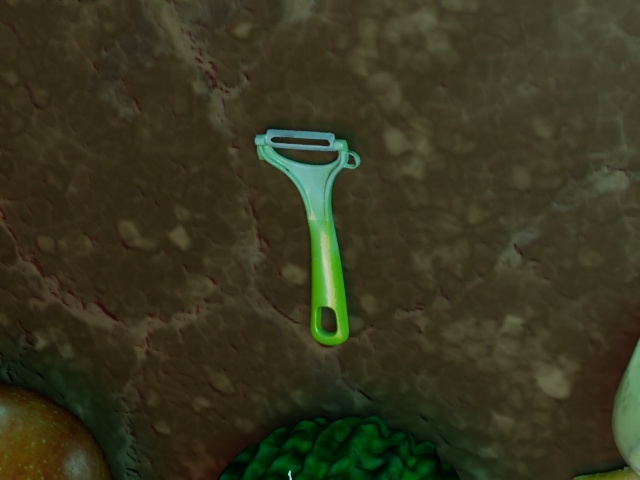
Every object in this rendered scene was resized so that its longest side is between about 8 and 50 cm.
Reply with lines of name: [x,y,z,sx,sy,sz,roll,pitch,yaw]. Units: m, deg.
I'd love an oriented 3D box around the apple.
apple: [-0.258,0.223,1.402,0.210,0.173,0.235,23,136,7]

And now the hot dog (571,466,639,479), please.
hot dog: [0.236,0.173,1.207,0.137,0.028,0.044,-17,85,31]

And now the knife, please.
knife: [0.001,-0.001,1.217,0.078,0.022,0.166,8,121,30]

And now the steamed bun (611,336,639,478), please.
steamed bun: [0.318,0.089,1.030,0.232,0.166,0.273,33,135,-12]

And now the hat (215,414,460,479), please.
hat: [-0.006,0.307,1.220,0.242,0.332,0.274,-18,112,36]
